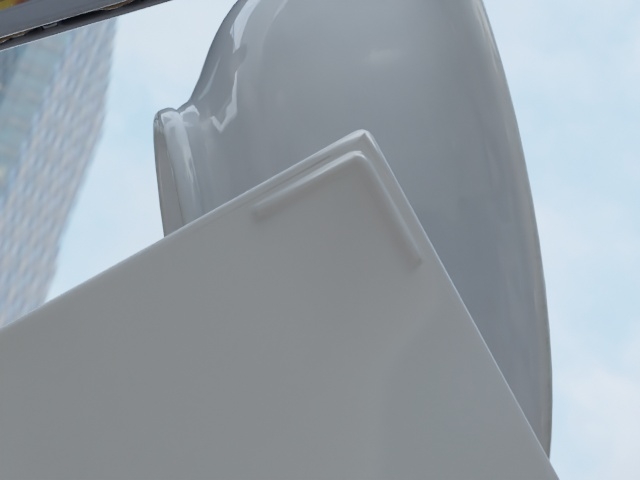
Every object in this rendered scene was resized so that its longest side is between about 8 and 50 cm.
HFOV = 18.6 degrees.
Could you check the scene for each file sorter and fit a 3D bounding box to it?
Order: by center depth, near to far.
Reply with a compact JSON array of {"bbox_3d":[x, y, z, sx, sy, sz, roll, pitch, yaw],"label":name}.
[{"bbox_3d":[-0.077,0.123,0.637,0.192,0.278,0.173,61,-16,-2],"label":"file sorter"}]

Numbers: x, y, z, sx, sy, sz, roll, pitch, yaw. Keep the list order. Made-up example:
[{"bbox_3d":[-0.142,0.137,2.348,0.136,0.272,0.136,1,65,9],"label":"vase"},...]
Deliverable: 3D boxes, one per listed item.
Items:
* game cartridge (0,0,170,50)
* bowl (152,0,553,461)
[{"bbox_3d":[-0.189,-0.243,1.345,0.297,0.062,0.198,-16,-91,8],"label":"game cartridge"},{"bbox_3d":[0.000,0.000,0.890,0.134,0.298,0.298,-9,-46,-8],"label":"bowl"}]
